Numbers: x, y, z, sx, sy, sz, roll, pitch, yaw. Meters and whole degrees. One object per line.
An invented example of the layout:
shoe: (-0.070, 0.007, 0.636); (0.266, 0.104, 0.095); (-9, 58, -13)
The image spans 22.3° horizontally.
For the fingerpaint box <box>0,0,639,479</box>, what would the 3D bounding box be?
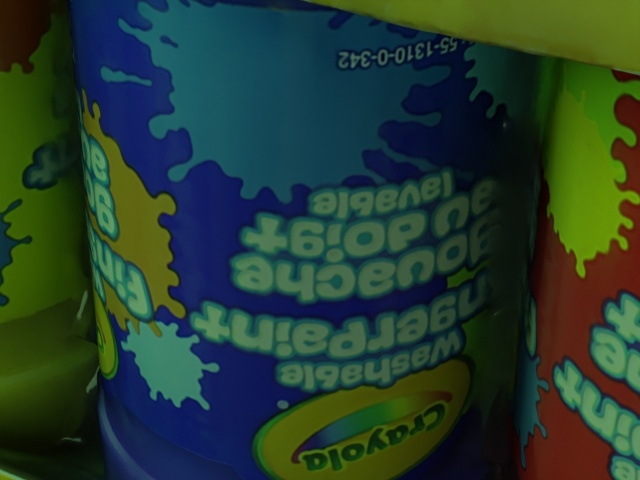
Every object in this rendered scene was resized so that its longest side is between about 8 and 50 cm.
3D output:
fingerpaint box: (0.000, 0.000, 0.512); (0.445, 0.163, 0.371); (17, 129, 20)
